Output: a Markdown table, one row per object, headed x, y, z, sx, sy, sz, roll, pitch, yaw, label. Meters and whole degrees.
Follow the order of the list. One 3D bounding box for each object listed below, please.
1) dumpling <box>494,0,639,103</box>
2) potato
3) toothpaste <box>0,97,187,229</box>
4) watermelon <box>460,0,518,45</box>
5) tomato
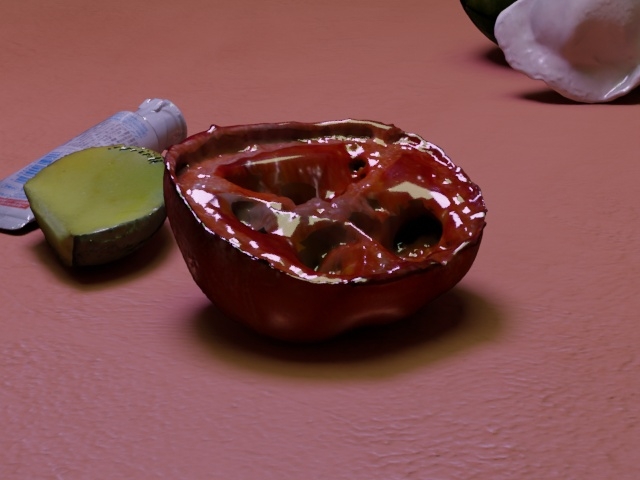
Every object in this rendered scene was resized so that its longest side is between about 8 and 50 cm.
| x | y | z | sx | sy | sz | roll | pitch | yaw | label |
| --- | --- | --- | --- | --- | --- | --- | --- | --- | --- |
| 0.294 | -0.223 | 1.870 | 0.229 | 0.124 | 0.151 | -34 | 64 | -1 | dumpling |
| -0.170 | -0.020 | 1.466 | 0.119 | 0.054 | 0.198 | -5 | 22 | -10 | potato |
| -0.209 | -0.062 | 1.610 | 0.089 | 0.057 | 0.234 | 9 | 27 | 37 | toothpaste |
| 0.244 | -0.262 | 2.045 | 0.232 | 0.127 | 0.204 | 10 | 12 | 40 | watermelon |
| -0.003 | 0.003 | 1.300 | 0.228 | 0.101 | 0.228 | 6 | 29 | -3 | tomato |
